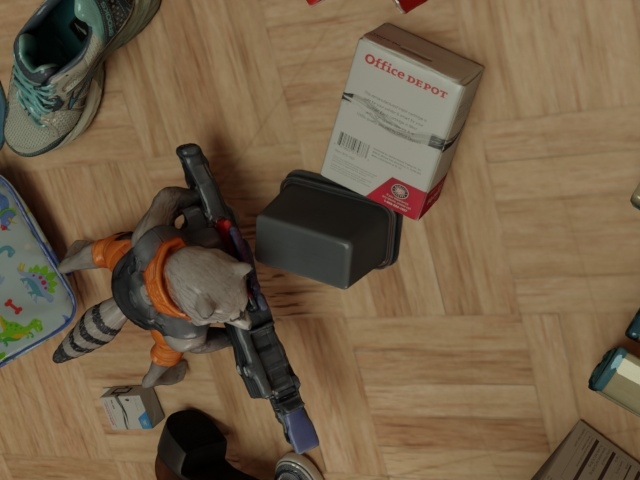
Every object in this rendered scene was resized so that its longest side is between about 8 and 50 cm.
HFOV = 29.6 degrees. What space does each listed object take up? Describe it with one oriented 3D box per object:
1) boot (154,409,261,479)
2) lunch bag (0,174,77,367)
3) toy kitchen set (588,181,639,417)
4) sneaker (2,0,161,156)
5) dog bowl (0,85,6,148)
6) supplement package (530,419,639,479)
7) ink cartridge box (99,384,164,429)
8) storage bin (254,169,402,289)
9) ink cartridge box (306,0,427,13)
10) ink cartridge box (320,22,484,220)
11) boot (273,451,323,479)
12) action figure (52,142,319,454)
[{"bbox_3d":[-0.141,0.386,1.435,0.264,0.096,0.280,42,131,38],"label":"boot"},{"bbox_3d":[-0.397,0.037,1.412,0.219,0.176,0.090,62,161,-13],"label":"lunch bag"},{"bbox_3d":[0.299,0.046,1.086,0.122,0.166,0.207,32,89,12],"label":"toy kitchen set"},{"bbox_3d":[-0.284,-0.187,1.260,0.110,0.122,0.283,43,127,5],"label":"sneaker"},{"bbox_3d":[-0.511,-0.169,1.430,0.297,0.074,0.165,15,121,24],"label":"dog bowl"},{"bbox_3d":[0.219,0.349,1.194,0.145,0.204,0.261,37,126,11],"label":"supplement package"},{"bbox_3d":[-0.239,0.207,1.493,0.083,0.028,0.048,-8,109,33],"label":"ink cartridge box"},{"bbox_3d":[0.000,0.000,1.213,0.135,0.091,0.098,17,121,22],"label":"storage bin"},{"bbox_3d":[0.009,-0.289,1.033,0.078,0.134,0.231,-28,98,36],"label":"ink cartridge box"},{"bbox_3d":[0.075,-0.112,1.130,0.109,0.063,0.150,27,124,16],"label":"ink cartridge box"},{"bbox_3d":[-0.035,0.347,1.412,0.069,0.086,0.190,6,117,27],"label":"boot"},{"bbox_3d":[-0.149,0.094,1.267,0.330,0.179,0.341,-30,84,60],"label":"action figure"}]
